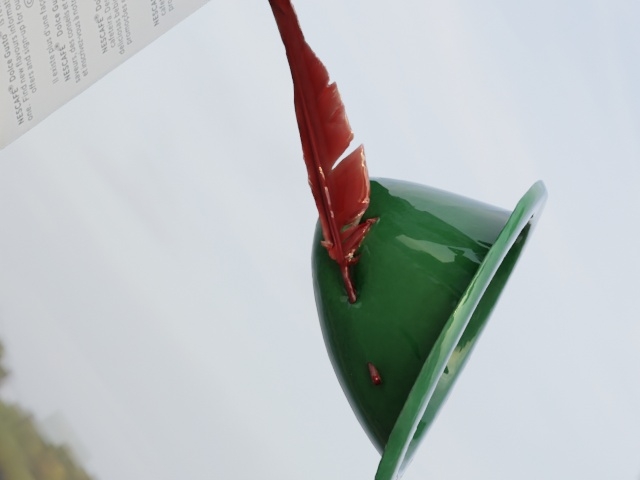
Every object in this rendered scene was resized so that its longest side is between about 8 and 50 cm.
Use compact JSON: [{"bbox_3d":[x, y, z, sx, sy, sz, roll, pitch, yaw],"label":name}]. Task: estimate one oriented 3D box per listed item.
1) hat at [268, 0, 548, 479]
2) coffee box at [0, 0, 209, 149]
[{"bbox_3d":[0.000,0.000,0.990,0.183,0.208,0.173,28,-6,8],"label":"hat"},{"bbox_3d":[-0.221,-0.312,1.112,0.337,0.334,0.338,23,-43,30],"label":"coffee box"}]
